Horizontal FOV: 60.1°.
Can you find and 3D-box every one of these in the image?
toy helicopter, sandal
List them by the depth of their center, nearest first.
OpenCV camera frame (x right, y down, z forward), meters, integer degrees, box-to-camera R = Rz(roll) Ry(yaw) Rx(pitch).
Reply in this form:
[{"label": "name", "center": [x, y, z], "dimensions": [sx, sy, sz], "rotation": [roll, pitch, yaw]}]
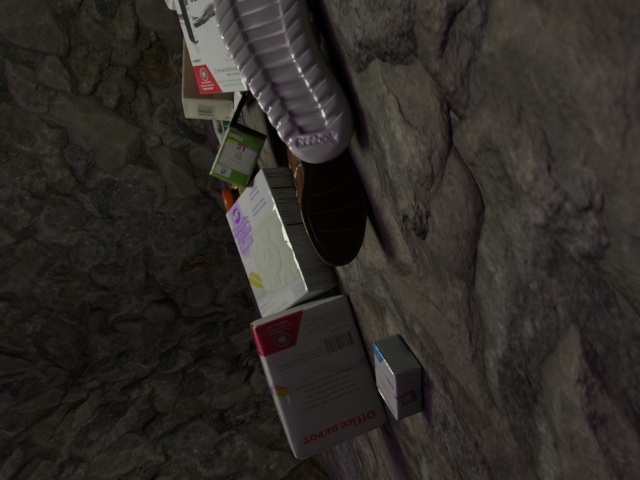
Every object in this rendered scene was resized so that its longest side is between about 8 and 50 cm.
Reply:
[{"label": "sandal", "center": [-0.060, -0.316, 0.904], "dimensions": [0.102, 0.169, 0.416], "rotation": [-10, -100, -62]}, {"label": "toy helicopter", "center": [-0.306, -0.239, 1.994], "dimensions": [0.355, 0.140, 0.235], "rotation": [-145, 40, -73]}]

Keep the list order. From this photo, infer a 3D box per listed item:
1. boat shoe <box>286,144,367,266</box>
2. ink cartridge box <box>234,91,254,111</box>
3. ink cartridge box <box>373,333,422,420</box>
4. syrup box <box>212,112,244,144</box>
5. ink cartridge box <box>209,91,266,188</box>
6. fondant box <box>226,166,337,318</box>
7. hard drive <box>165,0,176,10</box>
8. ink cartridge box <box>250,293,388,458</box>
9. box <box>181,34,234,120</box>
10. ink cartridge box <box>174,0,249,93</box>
[{"label": "boat shoe", "center": [0.007, -0.099, 0.958], "dimensions": [0.104, 0.110, 0.307], "rotation": [109, 151, -75]}, {"label": "ink cartridge box", "center": [-0.290, -0.449, 1.578], "dimensions": [0.232, 0.066, 0.189], "rotation": [-16, 109, 55]}, {"label": "ink cartridge box", "center": [0.135, 0.239, 0.968], "dimensions": [0.088, 0.052, 0.122], "rotation": [-123, 21, -50]}, {"label": "syrup box", "center": [-0.319, -0.443, 1.855], "dimensions": [0.237, 0.093, 0.096], "rotation": [89, 159, -51]}, {"label": "ink cartridge box", "center": [-0.183, -0.278, 1.416], "dimensions": [0.189, 0.097, 0.255], "rotation": [-99, 33, -75]}, {"label": "fondant box", "center": [-0.108, 0.017, 1.399], "dimensions": [0.238, 0.096, 0.330], "rotation": [-42, 63, 48]}, {"label": "hard drive", "center": [-0.384, -0.808, 1.487], "dimensions": [0.203, 0.040, 0.307], "rotation": [60, 139, 42]}, {"label": "ink cartridge box", "center": [-0.009, 0.299, 1.264], "dimensions": [0.131, 0.226, 0.306], "rotation": [167, 86, -78]}, {"label": "box", "center": [-0.268, -0.465, 1.348], "dimensions": [0.148, 0.121, 0.311], "rotation": [141, 129, -77]}, {"label": "ink cartridge box", "center": [-0.193, -0.452, 1.134], "dimensions": [0.197, 0.114, 0.273], "rotation": [13, 123, 48]}]
